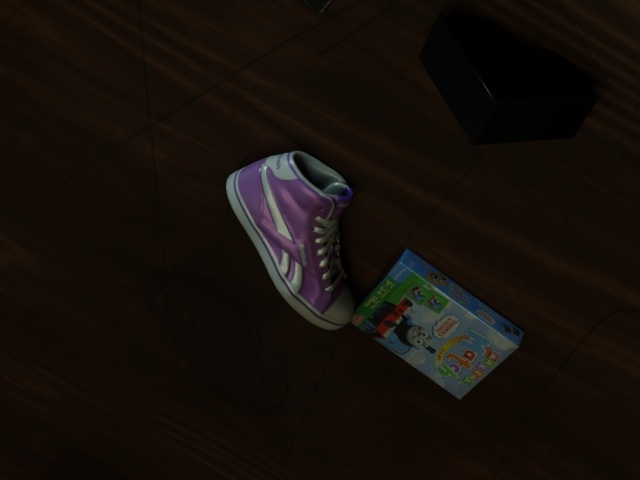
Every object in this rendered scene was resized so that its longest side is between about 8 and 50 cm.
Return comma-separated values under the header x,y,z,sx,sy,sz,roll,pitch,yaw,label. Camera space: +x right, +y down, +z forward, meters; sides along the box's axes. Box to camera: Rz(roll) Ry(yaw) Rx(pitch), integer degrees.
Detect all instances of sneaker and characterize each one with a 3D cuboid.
x,y,z,sx,sy,sz,roll,pitch,yaw,label
0.000,0.000,1.913,0.161,0.102,0.282,-21,114,33,sneaker

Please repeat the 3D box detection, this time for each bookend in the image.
x,y,z,sx,sy,sz,roll,pitch,yaw,label
0.227,-0.200,1.645,0.157,0.156,0.072,62,145,32,bookend

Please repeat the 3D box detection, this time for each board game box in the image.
x,y,z,sx,sy,sz,roll,pitch,yaw,label
0.167,0.125,1.976,0.211,0.039,0.160,35,133,-5,board game box

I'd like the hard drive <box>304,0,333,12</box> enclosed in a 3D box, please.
x,y,z,sx,sy,sz,roll,pitch,yaw,label
-0.017,-0.407,1.424,0.237,0.339,0.064,37,135,-8,hard drive
